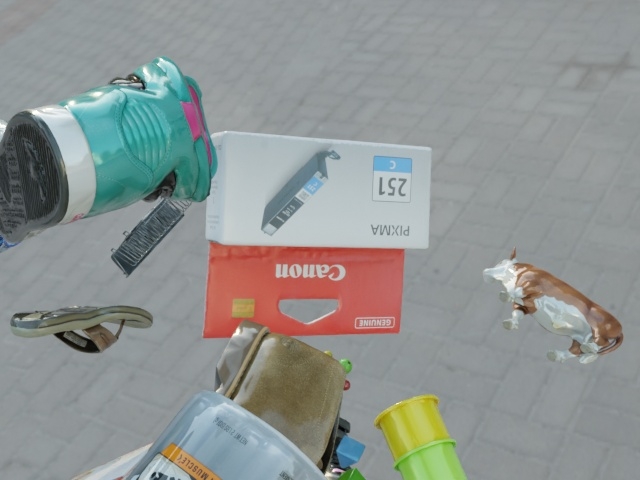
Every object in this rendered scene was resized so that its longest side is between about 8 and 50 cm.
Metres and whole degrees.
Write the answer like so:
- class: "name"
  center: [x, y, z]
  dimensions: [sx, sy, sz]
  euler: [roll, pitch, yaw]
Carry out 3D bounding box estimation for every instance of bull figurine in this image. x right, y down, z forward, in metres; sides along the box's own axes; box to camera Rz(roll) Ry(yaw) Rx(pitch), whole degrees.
- class: "bull figurine"
  center: [0.449, 0.132, 1.736]
  dimensions: [0.310, 0.101, 0.188]
  euler: [30, 37, 23]

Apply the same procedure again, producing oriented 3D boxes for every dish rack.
- class: "dish rack"
  center: [-0.373, -0.035, 1.960]
  dimensions: [0.208, 0.074, 0.271]
  euler: [-52, 9, -26]

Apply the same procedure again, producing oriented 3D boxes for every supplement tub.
- class: "supplement tub"
  center: [-0.089, 0.199, 0.538]
  dimensions: [0.117, 0.117, 0.190]
  euler: [21, 64, 40]

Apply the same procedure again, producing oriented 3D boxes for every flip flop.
- class: "flip flop"
  center: [-0.388, 0.149, 1.431]
  dimensions: [0.112, 0.080, 0.277]
  euler: [-3, -1, 27]

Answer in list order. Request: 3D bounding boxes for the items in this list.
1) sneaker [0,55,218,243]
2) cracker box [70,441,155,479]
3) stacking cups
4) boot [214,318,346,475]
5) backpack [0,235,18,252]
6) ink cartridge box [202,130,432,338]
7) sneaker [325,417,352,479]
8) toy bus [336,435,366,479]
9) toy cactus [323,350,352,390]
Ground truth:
- class: "sneaker"
  center: [-0.182, -0.079, 0.736]
  dimensions: [0.178, 0.123, 0.295]
  euler: [-19, 12, -31]
- class: "cracker box"
  center: [-0.330, 0.388, 1.314]
  dimensions: [0.156, 0.067, 0.232]
  euler: [-24, -1, 5]
- class: "stacking cups"
  center: [0.165, 0.353, 1.092]
  dimensions: [0.096, 0.096, 0.316]
  euler: [-19, 59, -5]
- class: "boot"
  center: [-0.059, 0.194, 0.709]
  dimensions: [0.115, 0.112, 0.305]
  euler: [17, 45, 7]
- class: "backpack"
  center: [-0.639, -0.059, 1.828]
  dimensions: [0.173, 0.117, 0.158]
  euler: [-20, 17, 46]
- class: "ink cartridge box"
  center: [0.000, 0.000, 1.129]
  dimensions: [0.296, 0.261, 0.066]
  euler: [1, 3, -25]
- class: "sneaker"
  center: [0.013, 0.351, 1.418]
  dimensions: [0.296, 0.104, 0.147]
  euler: [-5, 58, 60]
- class: "toy bus"
  center: [-0.032, 0.270, 1.171]
  dimensions: [0.191, 0.202, 0.104]
  euler: [40, 38, -1]
- class: "toy cactus"
  center: [-0.038, 0.299, 1.649]
  dimensions: [0.219, 0.112, 0.180]
  euler: [-12, 49, 0]
